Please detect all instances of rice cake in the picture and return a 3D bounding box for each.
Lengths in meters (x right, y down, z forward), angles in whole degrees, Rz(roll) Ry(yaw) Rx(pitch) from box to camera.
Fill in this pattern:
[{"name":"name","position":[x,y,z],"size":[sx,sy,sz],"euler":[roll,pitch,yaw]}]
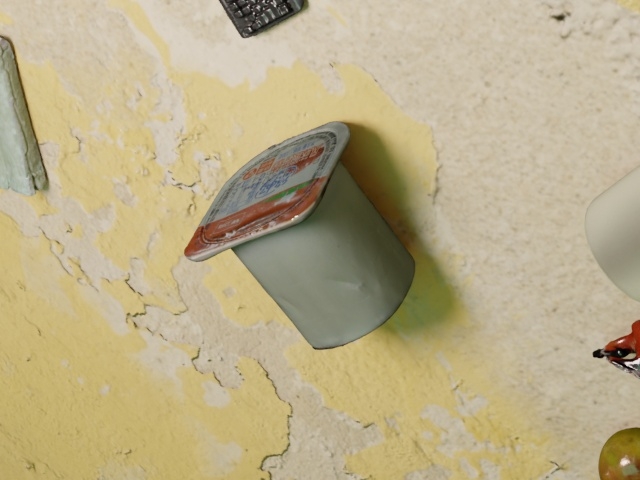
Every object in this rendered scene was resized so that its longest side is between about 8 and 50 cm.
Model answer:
[{"name":"rice cake","position":[-0.413,-0.161,1.678],"size":[0.124,0.038,0.211],"euler":[12,126,22]}]

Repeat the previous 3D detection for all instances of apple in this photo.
[{"name":"apple","position":[0.355,0.252,1.510],"size":[0.090,0.074,0.089],"euler":[13,128,18]}]

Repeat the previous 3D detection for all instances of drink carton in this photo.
[{"name":"drink carton","position":[0.000,0.000,1.476],"size":[0.185,0.191,0.189],"euler":[-26,116,36]}]

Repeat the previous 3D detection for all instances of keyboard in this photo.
[{"name":"keyboard","position":[-0.108,-0.321,1.407],"size":[0.094,0.025,0.230],"euler":[-22,109,35]}]

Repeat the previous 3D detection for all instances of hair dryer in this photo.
[{"name":"hair dryer","position":[0.421,0.061,1.249],"size":[0.362,0.128,0.203],"euler":[56,136,8]}]

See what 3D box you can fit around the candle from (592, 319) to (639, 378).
[{"name":"candle","position":[0.407,0.080,1.373],"size":[0.302,0.059,0.084],"euler":[-19,99,35]}]
